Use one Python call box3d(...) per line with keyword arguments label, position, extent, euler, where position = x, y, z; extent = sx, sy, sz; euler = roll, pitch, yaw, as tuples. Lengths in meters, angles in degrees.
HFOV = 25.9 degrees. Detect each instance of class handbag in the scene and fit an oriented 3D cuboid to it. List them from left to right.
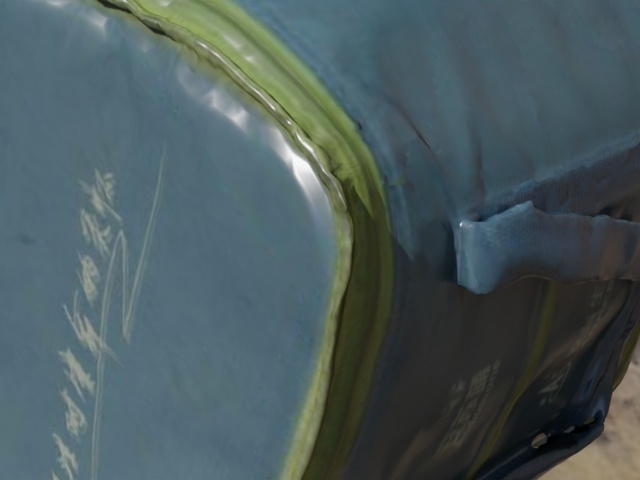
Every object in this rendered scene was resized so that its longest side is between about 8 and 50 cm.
box3d(label="handbag", position=(0.000, 0.000, 0.532), extent=(0.241, 0.222, 0.263), euler=(-26, -37, -45))
